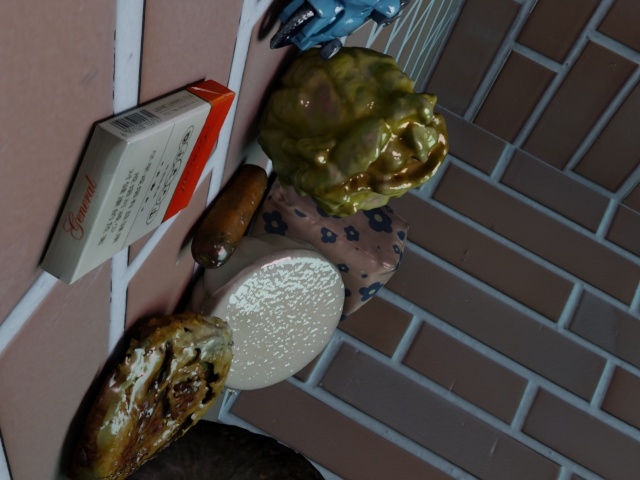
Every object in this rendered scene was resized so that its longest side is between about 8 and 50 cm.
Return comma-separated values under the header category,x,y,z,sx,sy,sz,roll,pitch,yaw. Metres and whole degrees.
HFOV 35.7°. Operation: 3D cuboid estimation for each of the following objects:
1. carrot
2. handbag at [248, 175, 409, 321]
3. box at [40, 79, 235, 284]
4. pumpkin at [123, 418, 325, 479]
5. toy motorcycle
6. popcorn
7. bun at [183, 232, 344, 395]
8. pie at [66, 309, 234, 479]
category,x,y,z,sx,sy,sz,roll,pitch,yaw
carrot,-0.118,-0.035,1.311,0.060,0.060,0.186,114,1,-48
handbag,0.000,0.000,1.699,0.193,0.251,0.190,-53,-171,33
box,-0.151,-0.060,0.871,0.139,0.035,0.245,-63,175,23
pumpkin,-0.179,0.483,1.486,0.454,0.454,0.344,-57,158,-44
toy motorcycle,0.039,-0.294,1.141,0.182,0.124,0.272,-39,-177,25
popcorn,0.036,-0.138,1.293,0.212,0.259,0.259,-35,171,-9
bun,-0.110,0.086,1.539,0.263,0.175,0.263,-20,133,-24
pie,-0.220,0.210,1.315,0.308,0.085,0.308,-45,160,-21
